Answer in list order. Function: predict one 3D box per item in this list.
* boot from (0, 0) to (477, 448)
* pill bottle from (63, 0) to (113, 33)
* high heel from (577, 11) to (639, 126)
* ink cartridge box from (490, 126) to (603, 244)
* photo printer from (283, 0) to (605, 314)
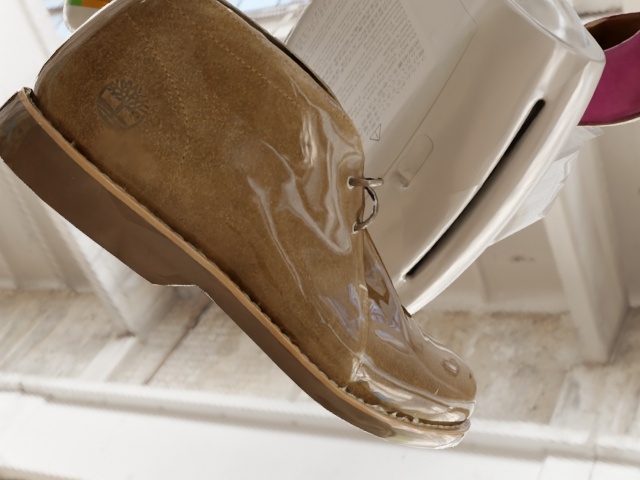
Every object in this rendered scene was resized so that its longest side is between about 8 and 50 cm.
[{"bbox_3d":[0.000,0.000,0.499,0.305,0.115,0.112,40,4,-34],"label":"boot"},{"bbox_3d":[-0.216,-0.292,1.178,0.136,0.136,0.246,13,-83,24],"label":"pill bottle"},{"bbox_3d":[0.255,-0.189,0.721,0.377,0.127,0.181,-4,-63,53],"label":"high heel"},{"bbox_3d":[0.177,-0.149,1.395,0.309,0.272,0.130,41,-50,25],"label":"ink cartridge box"},{"bbox_3d":[0.064,-0.105,0.744,0.107,0.307,0.256,22,-61,-25],"label":"photo printer"}]
